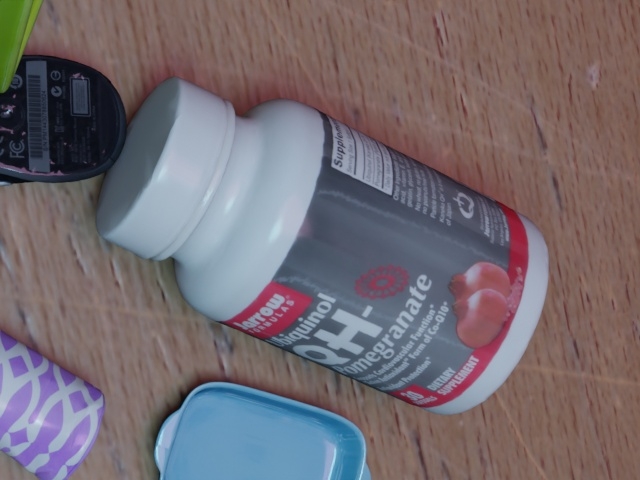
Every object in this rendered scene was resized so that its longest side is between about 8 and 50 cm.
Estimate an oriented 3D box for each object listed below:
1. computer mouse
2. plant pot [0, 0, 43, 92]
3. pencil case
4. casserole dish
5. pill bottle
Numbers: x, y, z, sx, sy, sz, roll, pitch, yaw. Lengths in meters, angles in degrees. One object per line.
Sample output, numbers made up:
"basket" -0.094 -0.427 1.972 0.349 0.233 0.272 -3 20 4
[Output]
"computer mouse" -0.277 -0.121 1.074 0.262 0.060 0.184 -5 81 -24
"plant pot" -0.255 -0.261 0.966 0.207 0.228 0.227 21 69 -12
"pencil case" -0.256 0.102 1.070 0.206 0.086 0.088 33 113 -19
"casserole dish" -0.049 0.179 1.188 0.188 0.037 0.114 19 84 -22
"pill bottle" 0.000 0.000 1.130 0.318 0.176 0.176 25 81 -22
